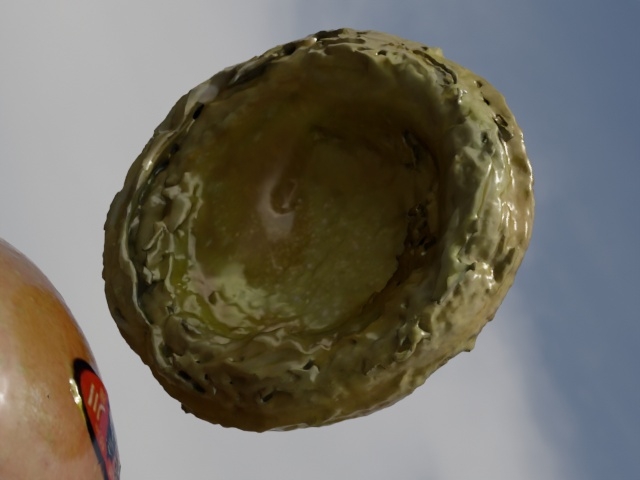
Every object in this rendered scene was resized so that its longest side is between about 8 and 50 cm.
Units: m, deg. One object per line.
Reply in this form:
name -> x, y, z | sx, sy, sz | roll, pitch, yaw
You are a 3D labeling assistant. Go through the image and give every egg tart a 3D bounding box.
egg tart -> 0.000, 0.000, 1.193 | 0.118, 0.288, 0.288 | 47, 14, -54

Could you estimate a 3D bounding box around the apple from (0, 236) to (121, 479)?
apple -> -0.278, 0.129, 1.152 | 0.305, 0.338, 0.338 | -97, -174, -49
